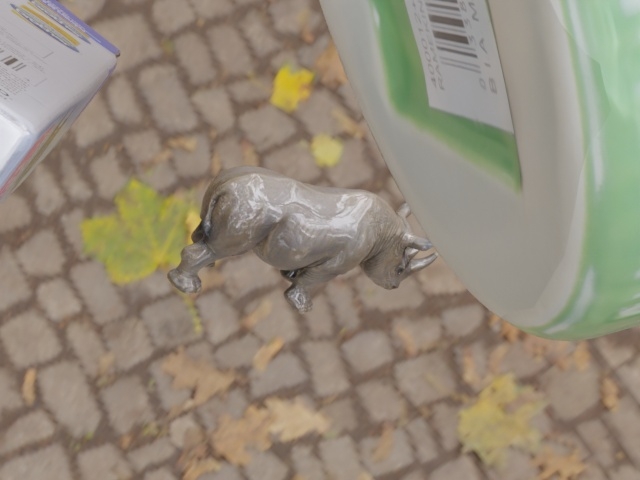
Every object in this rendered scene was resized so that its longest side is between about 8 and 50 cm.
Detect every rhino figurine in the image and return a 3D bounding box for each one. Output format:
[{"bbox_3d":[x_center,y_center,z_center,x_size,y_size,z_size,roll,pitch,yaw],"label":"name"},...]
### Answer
[{"bbox_3d":[0.000,0.000,1.396,0.243,0.106,0.073,9,34,-35],"label":"rhino figurine"}]

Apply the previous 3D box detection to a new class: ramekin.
[{"bbox_3d":[0.094,-0.113,0.600,0.148,0.303,0.303,-20,73,-12],"label":"ramekin"}]

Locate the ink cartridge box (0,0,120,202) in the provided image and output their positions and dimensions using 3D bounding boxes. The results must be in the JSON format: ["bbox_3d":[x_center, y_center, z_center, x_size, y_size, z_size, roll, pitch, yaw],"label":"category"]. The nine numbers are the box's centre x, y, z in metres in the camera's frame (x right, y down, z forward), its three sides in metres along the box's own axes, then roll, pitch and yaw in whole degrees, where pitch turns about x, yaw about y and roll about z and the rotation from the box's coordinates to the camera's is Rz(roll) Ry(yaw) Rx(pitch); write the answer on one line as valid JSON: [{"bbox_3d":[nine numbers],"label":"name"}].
[{"bbox_3d":[-0.176,-0.093,0.673,0.186,0.311,0.065,36,101,-7],"label":"ink cartridge box"}]
